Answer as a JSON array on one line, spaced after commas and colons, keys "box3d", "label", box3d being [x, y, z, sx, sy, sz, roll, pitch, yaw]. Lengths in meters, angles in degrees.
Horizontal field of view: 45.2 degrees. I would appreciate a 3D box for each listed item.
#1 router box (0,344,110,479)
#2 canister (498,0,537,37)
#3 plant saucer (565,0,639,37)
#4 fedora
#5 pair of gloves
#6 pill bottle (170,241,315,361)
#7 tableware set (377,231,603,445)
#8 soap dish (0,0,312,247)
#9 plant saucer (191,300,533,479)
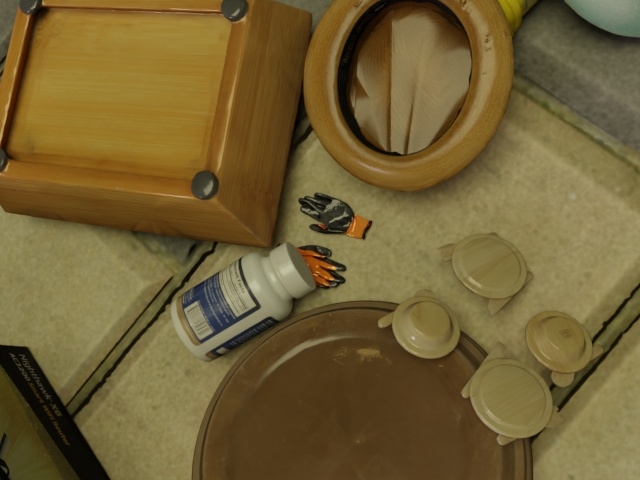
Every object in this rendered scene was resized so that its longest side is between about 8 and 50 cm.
[{"box3d": [-0.267, 0.219, 0.620, 0.081, 0.243, 0.309, -42, 71, 5], "label": "router box"}, {"box3d": [0.175, -0.277, 0.677, 0.170, 0.073, 0.126, -45, 72, 2], "label": "canister"}, {"box3d": [0.272, -0.265, 0.619, 0.194, 0.037, 0.195, 0, 95, -5], "label": "plant saucer"}, {"box3d": [0.080, -0.139, 0.666, 0.194, 0.079, 0.194, 0, 91, 22], "label": "fedora"}, {"box3d": [0.000, 0.000, 0.706, 0.074, 0.010, 0.083, 24, 86, 20], "label": "pair of gloves"}, {"box3d": [-0.067, 0.052, 0.683, 0.120, 0.067, 0.067, -31, 72, 11], "label": "pill bottle"}, {"box3d": [0.140, 0.072, 0.611, 0.141, 0.020, 0.169, -32, 66, -27], "label": "tableware set"}, {"box3d": [-0.169, -0.125, 0.725, 0.290, 0.118, 0.229, 7, 81, 17], "label": "soap dish"}, {"box3d": [0.025, 0.168, 0.607, 0.277, 0.041, 0.278, -6, 60, 11], "label": "plant saucer"}]
